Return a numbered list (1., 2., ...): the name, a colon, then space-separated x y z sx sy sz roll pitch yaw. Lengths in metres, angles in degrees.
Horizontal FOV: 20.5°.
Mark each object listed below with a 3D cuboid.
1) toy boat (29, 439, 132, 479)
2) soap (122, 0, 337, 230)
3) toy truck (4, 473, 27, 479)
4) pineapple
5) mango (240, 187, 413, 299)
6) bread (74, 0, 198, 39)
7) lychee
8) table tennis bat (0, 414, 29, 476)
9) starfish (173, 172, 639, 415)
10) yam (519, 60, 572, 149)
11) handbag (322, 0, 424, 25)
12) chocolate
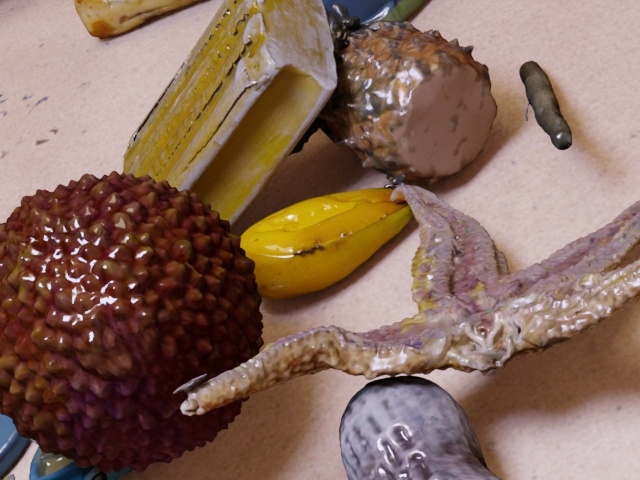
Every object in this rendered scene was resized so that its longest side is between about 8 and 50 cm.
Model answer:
1. toy boat: -0.192 0.132 1.552 0.109 0.098 0.238 -7 44 33
2. soap: -0.095 -0.103 1.648 0.274 0.089 0.173 -51 30 32
3. toy truck: -0.312 0.302 1.428 0.272 0.124 0.157 -32 27 4
4. pineapple: 0.027 -0.148 1.683 0.170 0.141 0.310 -50 38 -7
5. mango: 0.000 0.000 1.595 0.187 0.066 0.101 -25 29 -4
6. bread: -0.195 -0.358 2.103 0.210 0.099 0.235 -19 39 17
7. lychee: -0.164 0.062 1.401 0.271 0.271 0.271 -19 39 16
8. table tennis bat: -0.388 0.153 1.712 0.215 0.044 0.329 -44 41 -13
9. starfish: 0.133 0.012 1.365 0.398 0.132 0.384 -21 18 24
10. yam: 0.198 -0.118 1.569 0.029 0.027 0.234 5 20 -2
11. handbag: 0.022 -0.369 1.846 0.222 0.241 0.263 20 59 44
12. chocolate: 0.088 0.184 1.292 0.110 0.110 0.248 -35 42 -5
